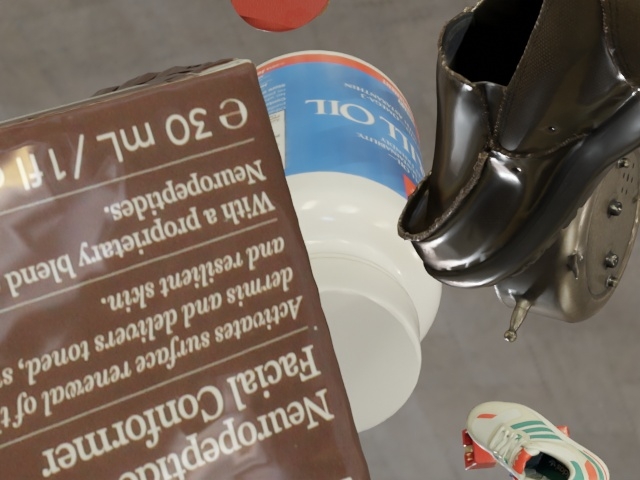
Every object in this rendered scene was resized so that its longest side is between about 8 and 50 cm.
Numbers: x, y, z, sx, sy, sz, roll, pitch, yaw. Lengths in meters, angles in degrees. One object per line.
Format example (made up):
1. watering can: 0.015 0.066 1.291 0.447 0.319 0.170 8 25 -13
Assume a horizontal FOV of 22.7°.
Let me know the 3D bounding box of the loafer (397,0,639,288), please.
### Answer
1. loafer: 0.077 -0.057 0.576 0.078 0.080 0.220 32 145 -5

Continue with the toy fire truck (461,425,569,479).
1. toy fire truck: 0.232 0.257 1.916 0.135 0.047 0.192 -4 162 -3

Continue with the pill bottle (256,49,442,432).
1. pill bottle: 0.000 0.000 0.846 0.124 0.221 0.124 -1 124 -2

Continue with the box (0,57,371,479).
1. box: -0.080 0.146 0.555 0.143 0.191 0.381 -6 101 54

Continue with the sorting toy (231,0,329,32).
1. sorting toy: -0.020 -0.393 1.754 0.127 0.365 0.126 -2 172 20

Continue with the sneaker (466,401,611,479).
1. sneaker: 0.196 0.198 1.520 0.161 0.075 0.057 31 101 35

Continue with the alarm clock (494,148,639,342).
1. alarm clock: 0.163 -0.024 0.977 0.064 0.192 0.129 12 121 24
